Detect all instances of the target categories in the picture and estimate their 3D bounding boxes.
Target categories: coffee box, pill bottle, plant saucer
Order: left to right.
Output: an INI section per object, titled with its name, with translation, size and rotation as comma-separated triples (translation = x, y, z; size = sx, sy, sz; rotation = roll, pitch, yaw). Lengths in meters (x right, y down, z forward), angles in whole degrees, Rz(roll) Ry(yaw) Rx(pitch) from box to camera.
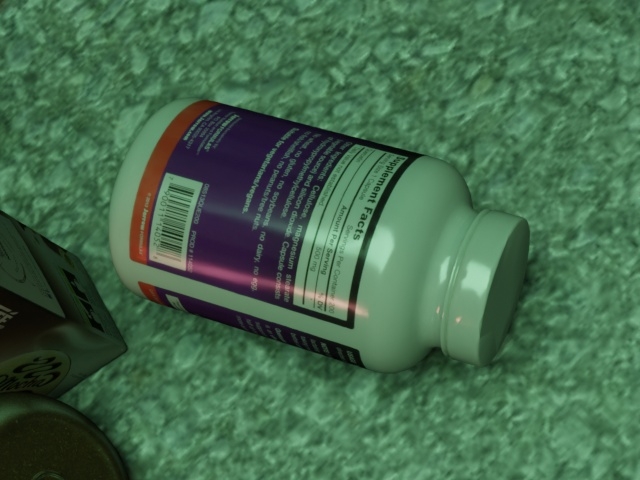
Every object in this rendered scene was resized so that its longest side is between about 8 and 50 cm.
[coffee box]
translation = -0.309, 0.061, 1.172
size = 0.168, 0.297, 0.119
rotation = -34, 68, 4
[plant saucer]
translation = -0.230, 0.215, 1.166
size = 0.036, 0.199, 0.198
rotation = -32, 63, 44
[pill bottle]
translation = 0.000, 0.000, 1.165
size = 0.323, 0.181, 0.181
rotation = 16, 79, 19
